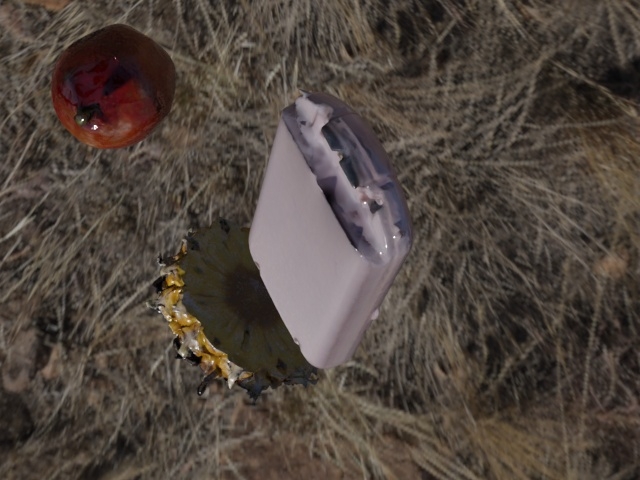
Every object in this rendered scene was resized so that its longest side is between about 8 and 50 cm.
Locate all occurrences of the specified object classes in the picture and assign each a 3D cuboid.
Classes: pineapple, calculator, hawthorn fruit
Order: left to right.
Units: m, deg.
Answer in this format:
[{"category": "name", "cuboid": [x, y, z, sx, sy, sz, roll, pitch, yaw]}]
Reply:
[{"category": "hawthorn fruit", "cuboid": [-0.281, -0.195, 1.398, 0.169, 0.188, 0.169, 12, 132, 14]}, {"category": "pineapple", "cuboid": [-0.076, 0.068, 1.064, 0.221, 0.221, 0.047, 30, 133, -13]}, {"category": "calculator", "cuboid": [0.000, 0.000, 0.552, 0.032, 0.175, 0.100, -19, 66, -22]}]
